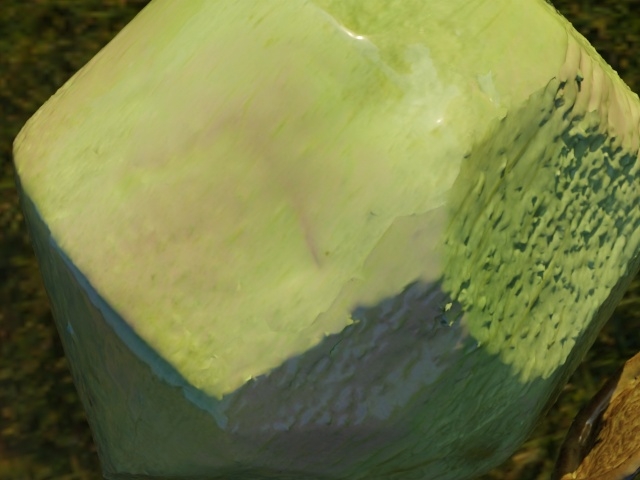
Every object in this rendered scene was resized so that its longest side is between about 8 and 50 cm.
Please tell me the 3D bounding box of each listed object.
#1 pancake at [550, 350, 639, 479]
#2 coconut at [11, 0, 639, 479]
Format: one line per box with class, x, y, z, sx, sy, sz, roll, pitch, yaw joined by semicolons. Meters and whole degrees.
pancake;0.151;0.086;0.860;0.011;0.115;0.115;42;125;-8
coconut;0.000;0.000;0.866;0.281;0.328;0.328;48;122;16
